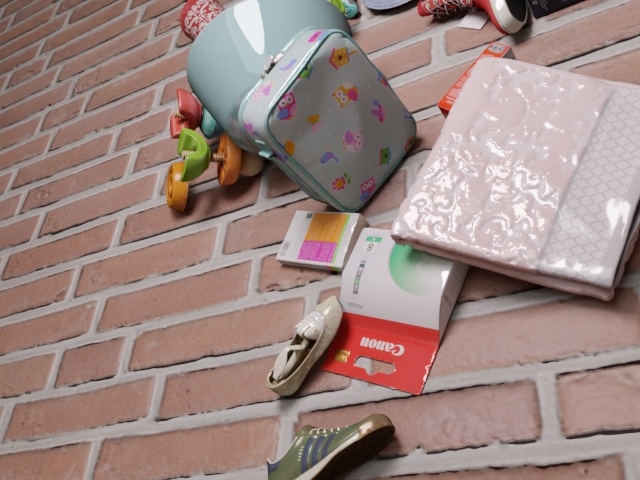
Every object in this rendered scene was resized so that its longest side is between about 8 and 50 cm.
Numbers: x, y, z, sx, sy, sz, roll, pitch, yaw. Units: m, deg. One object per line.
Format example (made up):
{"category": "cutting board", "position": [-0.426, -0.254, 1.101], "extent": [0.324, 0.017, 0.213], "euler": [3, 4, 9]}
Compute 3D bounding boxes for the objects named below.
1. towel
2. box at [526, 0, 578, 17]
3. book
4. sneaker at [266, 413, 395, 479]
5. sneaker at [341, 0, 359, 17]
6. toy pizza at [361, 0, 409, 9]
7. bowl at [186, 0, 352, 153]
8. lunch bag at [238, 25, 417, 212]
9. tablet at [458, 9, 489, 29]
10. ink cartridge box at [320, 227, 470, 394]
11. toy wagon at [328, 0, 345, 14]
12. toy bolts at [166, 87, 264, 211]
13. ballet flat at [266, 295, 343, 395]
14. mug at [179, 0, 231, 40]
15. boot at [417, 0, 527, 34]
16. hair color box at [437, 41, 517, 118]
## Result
{"category": "towel", "position": [0.297, -0.102, 1.040], "extent": [0.317, 0.053, 0.332], "euler": [17, 67, 31]}
{"category": "box", "position": [0.412, -0.480, 1.270], "extent": [0.158, 0.093, 0.156], "euler": [-17, 49, 28]}
{"category": "book", "position": [0.000, 0.000, 1.252], "extent": [0.144, 0.035, 0.096], "euler": [7, 65, 41]}
{"category": "sneaker", "position": [0.003, 0.273, 1.007], "extent": [0.192, 0.064, 0.086], "euler": [-41, 47, 8]}
{"category": "sneaker", "position": [0.050, -0.532, 1.613], "extent": [0.076, 0.065, 0.166], "euler": [-36, 44, 3]}
{"category": "toy pizza", "position": [0.172, -0.539, 1.546], "extent": [0.201, 0.032, 0.201], "euler": [-19, 48, 23]}
{"category": "bowl", "position": [-0.069, -0.265, 1.341], "extent": [0.311, 0.311, 0.163], "euler": [-28, 59, 17]}
{"category": "lunch bag", "position": [0.009, -0.187, 1.208], "extent": [0.224, 0.279, 0.108], "euler": [-51, 39, -5]}
{"category": "tablet", "position": [0.291, -0.417, 1.377], "extent": [0.054, 0.006, 0.083], "euler": [25, 74, 46]}
{"category": "ink cartridge box", "position": [0.100, 0.091, 1.089], "extent": [0.181, 0.056, 0.224], "euler": [7, 60, 41]}
{"category": "toy wagon", "position": [-0.072, -0.497, 1.608], "extent": [0.267, 0.068, 0.344], "euler": [-28, 56, 34]}
{"category": "toy bolts", "position": [-0.214, -0.177, 1.517], "extent": [0.218, 0.158, 0.228], "euler": [121, 146, -50]}
{"category": "ballet flat", "position": [-0.023, 0.153, 1.108], "extent": [0.057, 0.052, 0.168], "euler": [30, 91, 44]}
{"category": "mug", "position": [-0.233, -0.508, 1.774], "extent": [0.150, 0.113, 0.169], "euler": [-45, 46, 2]}
{"category": "boot", "position": [0.260, -0.420, 1.349], "extent": [0.176, 0.088, 0.244], "euler": [-34, 48, 31]}
{"category": "hair color box", "position": [0.258, -0.240, 1.215], "extent": [0.141, 0.072, 0.043], "euler": [-48, 42, -5]}
